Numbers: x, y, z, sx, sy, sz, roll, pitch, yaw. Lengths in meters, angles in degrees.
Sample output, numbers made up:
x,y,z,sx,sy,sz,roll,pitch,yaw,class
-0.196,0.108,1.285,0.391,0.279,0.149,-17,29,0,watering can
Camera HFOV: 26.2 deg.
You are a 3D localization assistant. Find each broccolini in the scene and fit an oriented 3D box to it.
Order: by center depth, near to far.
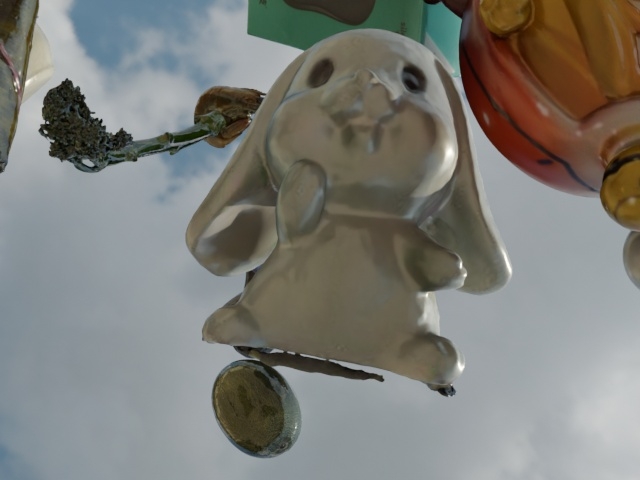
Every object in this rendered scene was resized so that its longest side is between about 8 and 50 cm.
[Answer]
x,y,z,sx,sy,sz,roll,pitch,yaw,class
-0.119,-0.067,0.857,0.052,0.194,0.054,-43,-100,18,broccolini

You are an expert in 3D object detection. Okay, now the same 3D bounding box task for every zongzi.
x,y,z,sx,sy,sz,roll,pitch,yaw,class
-0.123,-0.047,0.425,0.083,0.073,0.067,1,-100,9,zongzi

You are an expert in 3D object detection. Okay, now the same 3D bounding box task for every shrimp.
x,y,z,sx,sy,sz,roll,pitch,yaw,class
-0.081,-0.113,1.274,0.108,0.023,0.059,13,-89,45,shrimp

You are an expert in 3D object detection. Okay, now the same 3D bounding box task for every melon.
x,y,z,sx,sy,sz,roll,pitch,yaw,class
-0.075,0.193,1.585,0.098,0.098,0.130,-47,-125,7,melon

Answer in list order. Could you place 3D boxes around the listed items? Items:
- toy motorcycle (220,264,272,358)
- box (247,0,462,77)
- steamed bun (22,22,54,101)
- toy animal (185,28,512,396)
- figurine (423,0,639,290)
x,y,z,sx,sy,sz,roll,pitch,yaw,class
0.000,0.000,1.778,0.359,0.125,0.212,-33,-130,11,toy motorcycle
0.052,-0.320,1.647,0.311,0.118,0.205,23,-60,41,box
-0.390,-0.166,1.378,0.232,0.232,0.145,-34,-81,17,steamed bun
0.038,-0.015,1.107,0.249,0.174,0.289,31,-88,-1,toy animal
0.228,-0.106,1.013,0.196,0.323,0.320,-30,-167,36,figurine
